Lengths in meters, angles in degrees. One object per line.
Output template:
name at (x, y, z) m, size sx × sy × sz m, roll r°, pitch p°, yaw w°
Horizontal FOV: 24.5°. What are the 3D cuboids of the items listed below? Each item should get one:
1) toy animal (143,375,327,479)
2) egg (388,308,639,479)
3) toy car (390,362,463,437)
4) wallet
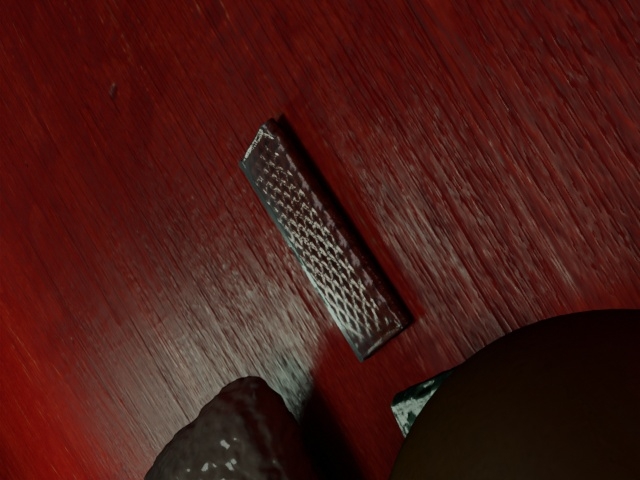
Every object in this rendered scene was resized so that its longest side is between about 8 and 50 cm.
toy animal at (-0.077, 0.294, 1.463) m, size 0.226 × 0.188 × 0.358 m, roll 59°, pitch 158°, yaw 20°
egg at (0.176, 0.187, 0.689) m, size 0.351 × 0.282 × 0.282 m, roll 53°, pitch 157°, yaw 37°
toy car at (0.164, 0.227, 0.996) m, size 0.320 × 0.097 × 0.141 m, roll 60°, pitch 157°, yaw 4°
wallet at (0.000, 0.000, 1.178) m, size 0.196 × 0.020 × 0.103 m, roll 58°, pitch 158°, yaw 8°
